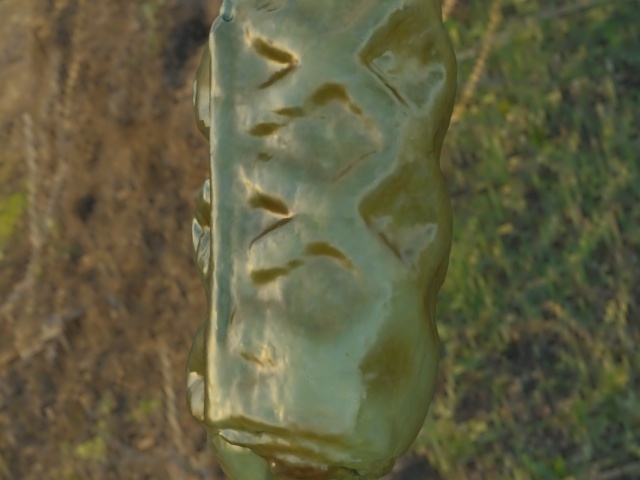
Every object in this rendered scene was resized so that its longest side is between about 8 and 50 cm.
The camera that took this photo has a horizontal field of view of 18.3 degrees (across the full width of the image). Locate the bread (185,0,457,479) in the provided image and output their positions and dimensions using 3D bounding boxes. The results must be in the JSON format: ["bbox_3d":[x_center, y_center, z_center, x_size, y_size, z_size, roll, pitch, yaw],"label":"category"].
[{"bbox_3d":[0.000,0.000,0.994,0.130,0.267,0.152,4,-6,-19],"label":"bread"}]
